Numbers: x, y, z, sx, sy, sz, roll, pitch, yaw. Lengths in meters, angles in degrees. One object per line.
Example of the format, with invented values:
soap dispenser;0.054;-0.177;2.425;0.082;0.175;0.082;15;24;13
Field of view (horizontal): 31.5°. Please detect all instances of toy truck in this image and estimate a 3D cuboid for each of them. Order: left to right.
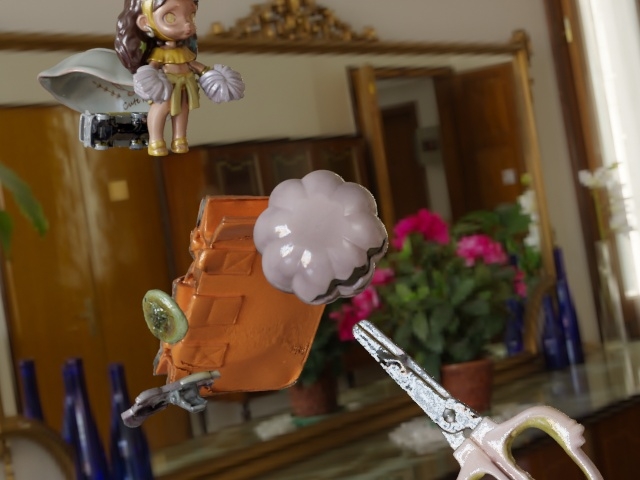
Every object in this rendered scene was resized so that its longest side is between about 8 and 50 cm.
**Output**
toy truck;-0.279;-0.157;1.595;0.123;0.052;0.062;-6;17;-39

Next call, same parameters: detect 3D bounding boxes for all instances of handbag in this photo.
handbag;-0.134;0.107;2.121;0.303;0.410;0.116;0;33;-33

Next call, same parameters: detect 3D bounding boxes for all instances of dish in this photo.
dish;-0.351;-0.269;1.905;0.229;0.081;0.229;11;-13;3

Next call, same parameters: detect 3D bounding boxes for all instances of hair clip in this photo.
hair clip;-0.218;0.235;1.719;0.146;0.056;0.187;-20;0;-24

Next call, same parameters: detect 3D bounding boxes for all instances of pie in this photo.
pie;-0.211;0.103;1.524;0.084;0.084;0.021;-10;20;45

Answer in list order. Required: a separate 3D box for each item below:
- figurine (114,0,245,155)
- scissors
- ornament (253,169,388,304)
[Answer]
figurine;-0.203;-0.236;1.527;0.174;0.240;0.115;-13;8;-44
scissors;0.141;0.185;1.072;0.160;0.317;0.024;-50;-21;7
ornament;0.001;0.000;1.499;0.177;0.178;0.177;-10;0;0
